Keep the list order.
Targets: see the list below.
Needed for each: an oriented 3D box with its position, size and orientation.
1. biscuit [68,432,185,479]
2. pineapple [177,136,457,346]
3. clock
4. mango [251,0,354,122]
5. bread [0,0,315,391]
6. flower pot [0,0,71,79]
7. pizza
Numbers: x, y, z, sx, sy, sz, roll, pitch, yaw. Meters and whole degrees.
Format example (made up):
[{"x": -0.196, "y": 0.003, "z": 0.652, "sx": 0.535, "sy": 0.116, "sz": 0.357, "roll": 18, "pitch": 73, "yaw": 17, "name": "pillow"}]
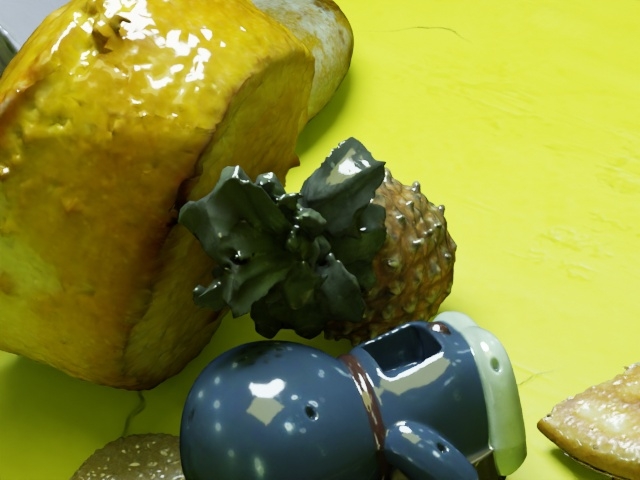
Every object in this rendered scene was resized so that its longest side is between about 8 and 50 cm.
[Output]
[{"x": -0.137, "y": 0.189, "z": 1.502, "sx": 0.120, "sy": 0.015, "sz": 0.120, "roll": -5, "pitch": 36, "yaw": 4, "name": "biscuit"}, {"x": 0.000, "y": 0.000, "z": 1.500, "sx": 0.141, "sy": 0.170, "sz": 0.310, "roll": 39, "pitch": 12, "yaw": 23, "name": "pineapple"}, {"x": 0.014, "y": 0.136, "z": 1.445, "sx": 0.243, "sy": 0.146, "sz": 0.199, "roll": -13, "pitch": 25, "yaw": -15, "name": "clock"}, {"x": -0.075, "y": -0.168, "z": 1.869, "sx": 0.193, "sy": 0.146, "sz": 0.316, "roll": 16, "pitch": 29, "yaw": 27, "name": "mango"}, {"x": -0.148, "y": -0.043, "z": 1.552, "sx": 0.204, "sy": 0.358, "sz": 0.337, "roll": 31, "pitch": 26, "yaw": 17, "name": "bread"}, {"x": -0.308, "y": -0.166, "z": 1.811, "sx": 0.265, "sy": 0.265, "sz": 0.243, "roll": 10, "pitch": 30, "yaw": 22, "name": "flower pot"}, {"x": 0.289, "y": 0.128, "z": 1.475, "sx": 0.201, "sy": 0.053, "sz": 0.193, "roll": 12, "pitch": 41, "yaw": 42, "name": "pizza"}]
